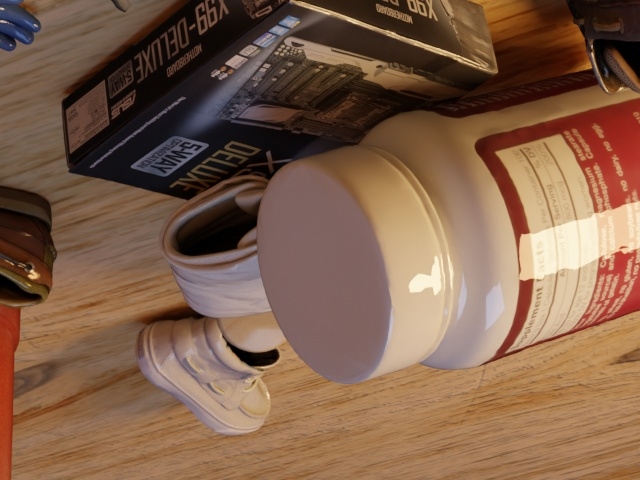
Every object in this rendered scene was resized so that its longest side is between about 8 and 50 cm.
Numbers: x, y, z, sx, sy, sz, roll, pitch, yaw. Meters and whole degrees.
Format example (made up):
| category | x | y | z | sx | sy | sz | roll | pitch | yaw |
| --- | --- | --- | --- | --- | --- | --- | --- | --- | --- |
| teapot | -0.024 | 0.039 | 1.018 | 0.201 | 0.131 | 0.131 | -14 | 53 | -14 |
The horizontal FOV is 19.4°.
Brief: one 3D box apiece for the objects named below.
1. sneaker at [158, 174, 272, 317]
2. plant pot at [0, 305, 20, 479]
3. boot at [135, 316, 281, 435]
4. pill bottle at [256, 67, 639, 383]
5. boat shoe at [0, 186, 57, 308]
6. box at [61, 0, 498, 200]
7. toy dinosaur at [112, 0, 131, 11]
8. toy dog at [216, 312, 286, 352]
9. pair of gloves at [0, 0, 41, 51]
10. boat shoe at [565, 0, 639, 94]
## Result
| category | x | y | z | sx | sy | sz | roll | pitch | yaw |
| --- | --- | --- | --- | --- | --- | --- | --- | --- | --- |
| sneaker | 0.000 | 0.000 | 1.707 | 0.292 | 0.108 | 0.169 | -12 | 161 | 4 |
| plant pot | -0.425 | 0.169 | 1.913 | 0.272 | 0.265 | 0.272 | -7 | 154 | -4 |
| boot | -0.096 | 0.155 | 2.175 | 0.123 | 0.095 | 0.258 | -13 | 153 | 26 |
| pill bottle | 0.157 | -0.016 | 1.608 | 0.392 | 0.224 | 0.224 | -15 | 161 | -32 |
| boat shoe | -0.390 | -0.002 | 1.757 | 0.307 | 0.104 | 0.111 | 6 | 151 | -27 |
| box | -0.040 | -0.133 | 1.628 | 0.242 | 0.076 | 0.307 | 15 | 146 | -41 |
| toy dinosaur | -0.234 | -0.227 | 1.400 | 0.268 | 0.064 | 0.118 | 10 | 163 | -34 |
| toy dog | 0.047 | 0.015 | 1.877 | 0.334 | 0.220 | 0.161 | -4 | 110 | -22 |
| pair of gloves | -0.330 | -0.171 | 1.528 | 0.198 | 0.023 | 0.159 | -26 | 151 | 33 |
| boat shoe | 0.250 | -0.174 | 1.483 | 0.132 | 0.130 | 0.355 | 4 | 175 | 9 |
